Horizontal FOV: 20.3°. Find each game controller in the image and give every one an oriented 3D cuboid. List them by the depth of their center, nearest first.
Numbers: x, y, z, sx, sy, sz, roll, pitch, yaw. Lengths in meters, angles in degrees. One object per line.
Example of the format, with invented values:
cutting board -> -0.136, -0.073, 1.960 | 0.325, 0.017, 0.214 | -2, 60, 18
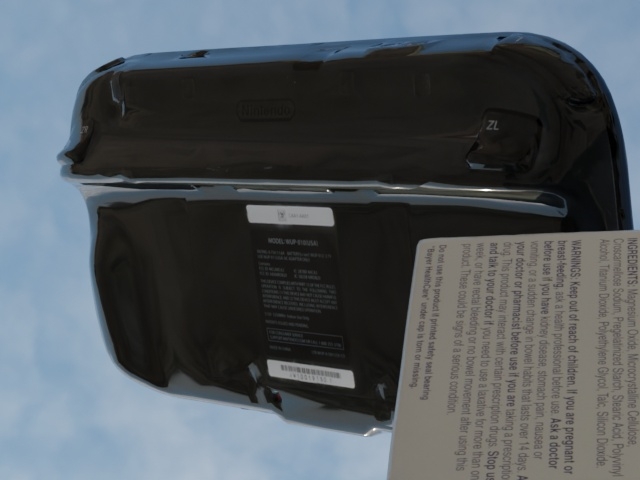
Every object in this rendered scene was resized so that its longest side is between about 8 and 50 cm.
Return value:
game controller -> 0.000, 0.000, 0.761 | 0.319, 0.067, 0.166 | 4, -67, 47

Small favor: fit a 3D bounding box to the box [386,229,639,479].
box -> 0.096, 0.062, 0.572 | 0.137, 0.072, 0.126 | -3, -139, 12
